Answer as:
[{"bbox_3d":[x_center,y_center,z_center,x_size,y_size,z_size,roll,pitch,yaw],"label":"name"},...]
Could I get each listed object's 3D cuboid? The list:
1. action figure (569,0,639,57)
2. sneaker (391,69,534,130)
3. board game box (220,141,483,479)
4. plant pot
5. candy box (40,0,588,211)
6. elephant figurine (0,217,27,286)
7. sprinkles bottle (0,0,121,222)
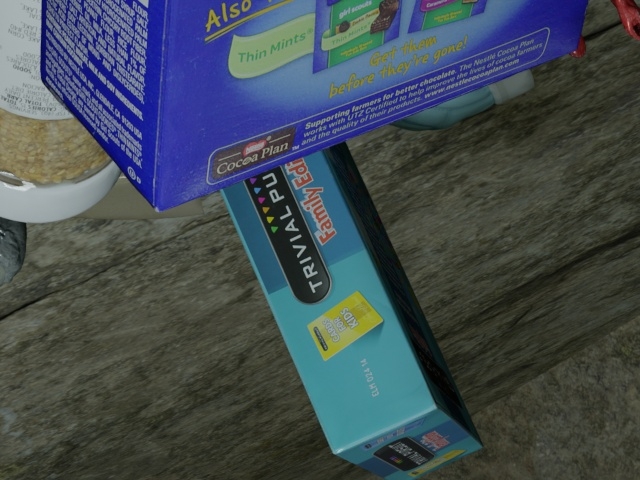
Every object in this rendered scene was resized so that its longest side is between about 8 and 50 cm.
[{"bbox_3d":[0.259,-0.197,1.438,0.091,0.139,0.280,-23,162,-8],"label":"action figure"},{"bbox_3d":[0.060,-0.142,1.322,0.150,0.135,0.366,-29,163,8],"label":"sneaker"},{"bbox_3d":[0.000,0.000,1.323,0.079,0.336,0.254,-25,164,6],"label":"board game box"},{"bbox_3d":[-0.146,-0.071,1.319,0.096,0.109,0.109,-16,164,-4],"label":"plant pot"},{"bbox_3d":[0.016,-0.203,0.812,0.268,0.122,0.317,-22,141,-31],"label":"candy box"},{"bbox_3d":[-0.312,0.004,1.233,0.239,0.169,0.186,-40,144,28],"label":"elephant figurine"},{"bbox_3d":[-0.148,-0.138,1.014,0.121,0.121,0.355,-18,159,-20],"label":"sprinkles bottle"}]
